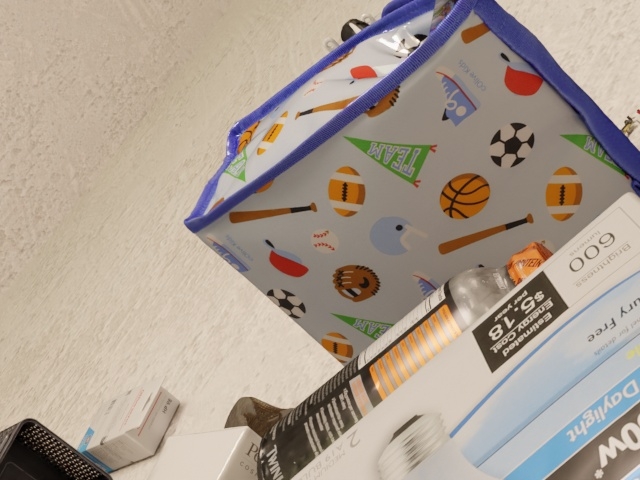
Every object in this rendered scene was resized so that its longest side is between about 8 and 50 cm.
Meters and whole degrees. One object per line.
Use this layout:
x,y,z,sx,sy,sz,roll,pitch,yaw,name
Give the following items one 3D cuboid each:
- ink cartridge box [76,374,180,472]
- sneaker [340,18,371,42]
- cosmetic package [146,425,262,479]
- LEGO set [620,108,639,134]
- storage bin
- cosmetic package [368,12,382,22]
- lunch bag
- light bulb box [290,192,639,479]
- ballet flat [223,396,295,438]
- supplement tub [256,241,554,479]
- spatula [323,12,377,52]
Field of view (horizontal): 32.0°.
-0.282,0.280,1.690,0.180,0.060,0.104,-27,28,42,ink cartridge box
0.099,-0.166,1.485,0.124,0.283,0.107,-45,-15,21,sneaker
-0.124,0.378,1.035,0.155,0.197,0.365,-19,36,51,cosmetic package
0.372,-0.139,1.251,0.054,0.023,0.083,-50,8,-14,LEGO set
-0.404,0.358,1.617,0.084,0.180,0.122,-29,27,40,storage bin
0.054,-0.213,1.813,0.225,0.138,0.224,-35,24,25,cosmetic package
0.115,-0.062,1.182,0.385,0.328,0.239,-33,26,35,lunch bag
0.185,0.215,0.694,0.358,0.225,0.361,-43,21,10,light bulb box
-0.056,0.234,1.365,0.250,0.058,0.084,-17,58,62,ballet flat
0.114,0.157,0.974,0.316,0.193,0.193,-41,22,15,supplement tub
0.127,-0.240,1.580,0.168,0.242,0.019,-37,32,22,spatula
